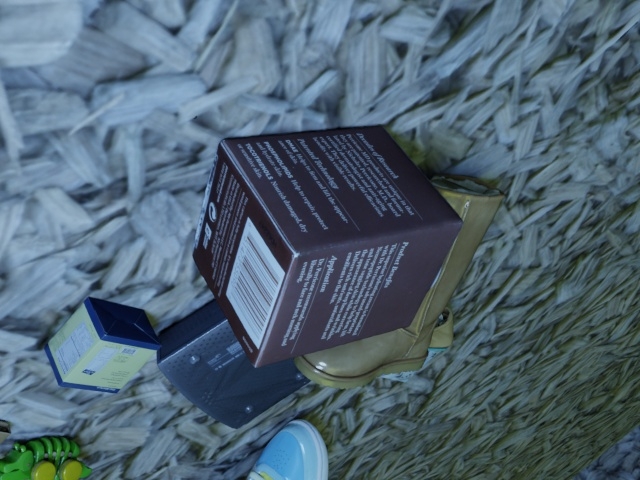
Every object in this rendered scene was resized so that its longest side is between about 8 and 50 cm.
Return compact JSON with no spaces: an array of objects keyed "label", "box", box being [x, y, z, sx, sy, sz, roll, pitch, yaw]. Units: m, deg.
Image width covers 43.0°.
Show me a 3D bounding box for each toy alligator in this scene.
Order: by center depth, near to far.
[{"label":"toy alligator","box":[-0.350,0.263,0.976,0.190,0.056,0.051,17,81,-52]}]

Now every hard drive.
[{"label":"hard drive","box":[-0.098,0.148,1.046,0.172,0.054,0.254,-33,146,-2]}]

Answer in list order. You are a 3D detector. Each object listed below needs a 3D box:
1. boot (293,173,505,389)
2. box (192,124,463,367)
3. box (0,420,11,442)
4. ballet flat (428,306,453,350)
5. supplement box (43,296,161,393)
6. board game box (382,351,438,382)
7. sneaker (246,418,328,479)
[{"label":"boot","box":[0.097,0.046,1.025,0.236,0.089,0.269,-5,124,-46]},{"label":"box","box":[0.000,0.000,0.845,0.203,0.167,0.168,-10,139,-32]},{"label":"box","box":[-0.470,0.252,0.885,0.201,0.021,0.164,-41,146,8]},{"label":"ballet flat","box":[0.112,0.131,1.206,0.232,0.080,0.073,-1,106,-43]},{"label":"supplement box","box":[-0.237,0.116,0.885,0.083,0.056,0.083,-46,145,16]},{"label":"board game box","box":[0.145,0.195,1.341,0.090,0.020,0.090,-45,145,16]},{"label":"sneaker","box":[-0.115,0.427,1.245,0.208,0.127,0.318,12,102,-55]}]
